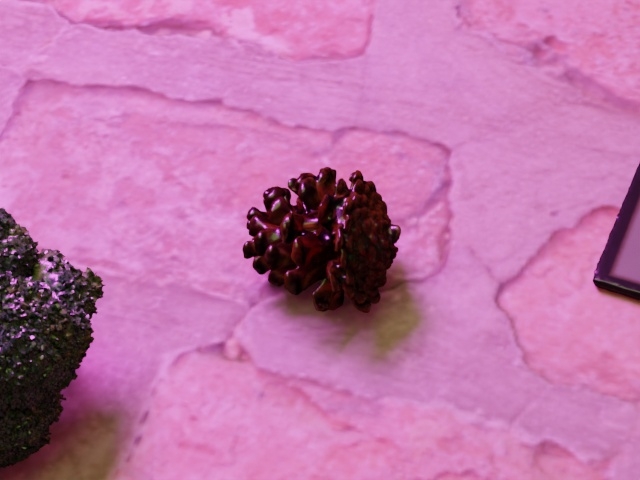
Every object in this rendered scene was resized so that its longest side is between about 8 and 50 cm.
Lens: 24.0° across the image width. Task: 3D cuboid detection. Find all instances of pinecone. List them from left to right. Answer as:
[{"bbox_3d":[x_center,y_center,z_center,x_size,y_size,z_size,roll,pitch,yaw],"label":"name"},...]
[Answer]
[{"bbox_3d":[0.003,-0.001,1.010,0.102,0.102,0.109,-45,33,-24],"label":"pinecone"}]

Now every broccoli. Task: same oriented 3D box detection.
[{"bbox_3d":[-0.231,0.057,0.964,0.195,0.156,0.195,0,93,9],"label":"broccoli"}]

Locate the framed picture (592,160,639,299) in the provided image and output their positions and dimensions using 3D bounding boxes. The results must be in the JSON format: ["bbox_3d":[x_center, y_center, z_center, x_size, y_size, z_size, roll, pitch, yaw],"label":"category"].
[{"bbox_3d":[0.375,-0.018,1.019,0.324,0.013,0.244,17,57,18],"label":"framed picture"}]
